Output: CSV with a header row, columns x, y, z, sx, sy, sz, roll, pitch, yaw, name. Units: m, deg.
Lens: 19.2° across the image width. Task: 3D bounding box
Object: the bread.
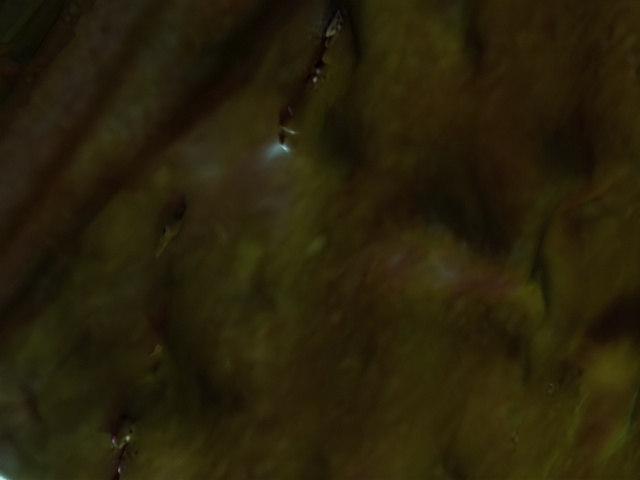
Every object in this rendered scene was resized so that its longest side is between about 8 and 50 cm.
x,y,z,sx,sy,sz,roll,pitch,yaw,name
0.000,0.000,0.531,0.167,0.277,0.324,28,166,41,bread
